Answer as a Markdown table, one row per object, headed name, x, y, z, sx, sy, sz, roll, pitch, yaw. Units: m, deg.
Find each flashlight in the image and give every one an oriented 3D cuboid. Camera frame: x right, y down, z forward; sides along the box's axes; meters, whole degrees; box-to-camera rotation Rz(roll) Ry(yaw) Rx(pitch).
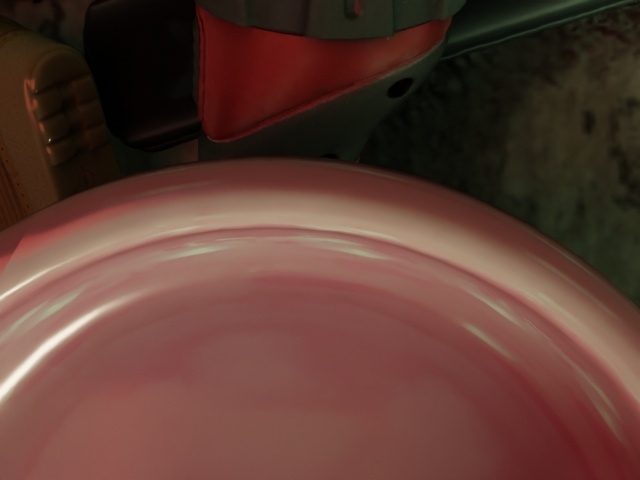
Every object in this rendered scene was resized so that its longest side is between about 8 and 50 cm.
| name | x | y | z | sx | sy | sz | roll | pitch | yaw |
| --- | --- | --- | --- | --- | --- | --- | --- | --- | --- |
| flashlight | 0.000 | 0.000 | 0.537 | 0.103 | 0.103 | 0.304 | 29 | 131 | 39 |

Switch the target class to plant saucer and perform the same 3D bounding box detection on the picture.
| name | x | y | z | sx | sy | sz | roll | pitch | yaw |
| --- | --- | --- | --- | --- | --- | --- | --- | --- | --- |
| plant saucer | -0.015 | 0.134 | 0.465 | 0.332 | 0.084 | 0.332 | 0 | 100 | 1 |

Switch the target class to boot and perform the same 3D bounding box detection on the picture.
| name | x | y | z | sx | sy | sz | roll | pitch | yaw |
| --- | --- | --- | --- | --- | --- | --- | --- | --- | --- |
| boot | -0.165 | 0.011 | 0.671 | 0.207 | 0.090 | 0.248 | 8 | 111 | 46 |

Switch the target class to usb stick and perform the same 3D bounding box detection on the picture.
| name | x | y | z | sx | sy | sz | roll | pitch | yaw |
| --- | --- | --- | --- | --- | --- | --- | --- | --- | --- |
| usb stick | 0.015 | -0.103 | 0.563 | 0.278 | 0.045 | 0.077 | -14 | 91 | 30 |
